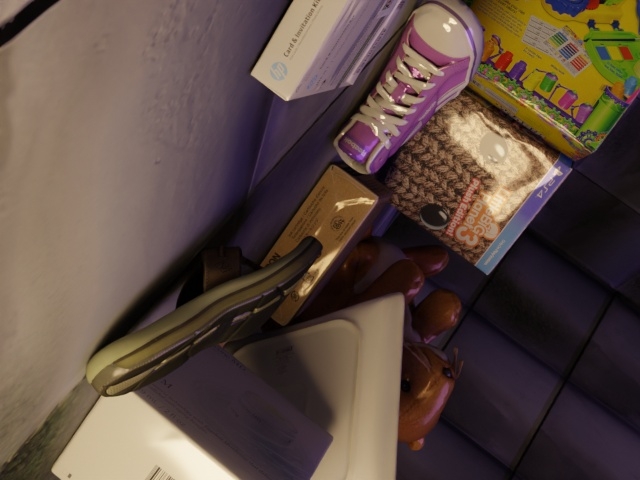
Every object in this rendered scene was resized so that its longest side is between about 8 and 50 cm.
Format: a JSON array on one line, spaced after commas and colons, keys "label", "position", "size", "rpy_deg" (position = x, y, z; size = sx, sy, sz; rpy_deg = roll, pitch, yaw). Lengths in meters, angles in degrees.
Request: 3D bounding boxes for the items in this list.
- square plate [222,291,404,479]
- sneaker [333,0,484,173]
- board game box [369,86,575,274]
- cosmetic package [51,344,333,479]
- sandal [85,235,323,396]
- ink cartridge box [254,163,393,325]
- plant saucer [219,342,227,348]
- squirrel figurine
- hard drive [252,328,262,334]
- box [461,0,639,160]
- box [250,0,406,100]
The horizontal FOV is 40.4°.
[{"label": "square plate", "position": [-0.045, 0.251, 1.180], "size": [0.347, 0.049, 0.344], "rpy_deg": [-19, -130, 35]}, {"label": "sneaker", "position": [0.097, -0.168, 1.060], "size": [0.161, 0.102, 0.282], "rpy_deg": [-48, 172, -25]}, {"label": "board game box", "position": [0.242, -0.131, 1.470], "size": [0.232, 0.291, 0.141], "rpy_deg": [-57, 173, 26]}, {"label": "cosmetic package", "position": [-0.130, 0.237, 0.976], "size": [0.138, 0.224, 0.224], "rpy_deg": [-53, 175, 14]}, {"label": "sandal", "position": [-0.105, 0.049, 0.842], "size": [0.303, 0.086, 0.120], "rpy_deg": [-25, 160, -47]}, {"label": "ink cartridge box", "position": [0.000, 0.000, 1.306], "size": [0.235, 0.088, 0.193], "rpy_deg": [-54, 175, 10]}, {"label": "plant saucer", "position": [-0.142, 0.148, 1.406], "size": [0.083, 0.015, 0.083], "rpy_deg": [-53, 174, -8]}, {"label": "squirrel figurine", "position": [0.061, 0.194, 1.493], "size": [0.397, 0.370, 0.281], "rpy_deg": [-31, 142, 21]}, {"label": "hard drive", "position": [-0.137, 0.227, 1.795], "size": [0.307, 0.040, 0.203], "rpy_deg": [-48, 172, -40]}, {"label": "box", "position": [0.355, -0.316, 1.287], "size": [0.279, 0.290, 0.177], "rpy_deg": [-53, 174, 6]}, {"label": "box", "position": [0.026, -0.185, 0.682], "size": [0.145, 0.038, 0.186], "rpy_deg": [-56, 175, 21]}]
